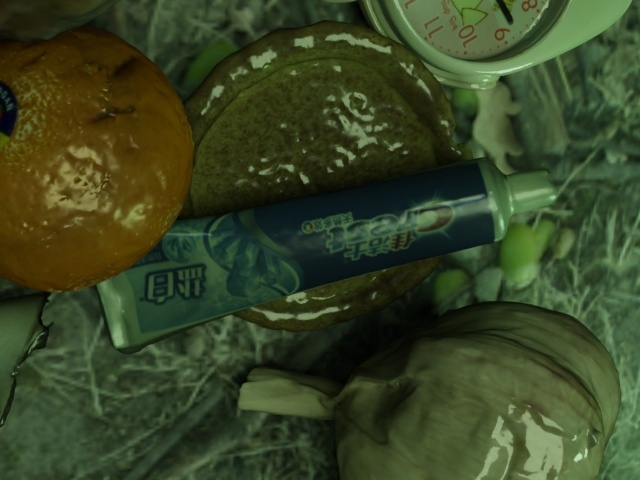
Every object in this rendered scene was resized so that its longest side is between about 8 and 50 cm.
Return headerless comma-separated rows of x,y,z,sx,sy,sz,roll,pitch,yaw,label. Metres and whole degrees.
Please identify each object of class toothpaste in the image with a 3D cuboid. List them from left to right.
0.000,-0.001,0.496,0.268,0.047,0.069,-13,132,5,toothpaste

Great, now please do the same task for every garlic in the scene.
0.054,0.115,0.528,0.212,0.218,0.219,24,96,12,garlic

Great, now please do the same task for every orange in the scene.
-0.128,-0.040,0.441,0.136,0.135,0.117,-59,146,2,orange

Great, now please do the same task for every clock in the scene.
0.086,-0.167,0.515,0.191,0.062,0.151,-30,111,-9,clock

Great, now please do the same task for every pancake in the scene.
-0.002,-0.029,0.517,0.199,0.021,0.199,-2,117,-5,pancake

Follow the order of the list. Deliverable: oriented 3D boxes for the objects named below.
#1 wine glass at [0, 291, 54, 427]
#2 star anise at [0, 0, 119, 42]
-0.264,0.053,0.412,0.232,0.156,0.156,23,95,-17,wine glass
-0.180,-0.116,0.366,0.257,0.198,0.110,-41,147,-4,star anise
